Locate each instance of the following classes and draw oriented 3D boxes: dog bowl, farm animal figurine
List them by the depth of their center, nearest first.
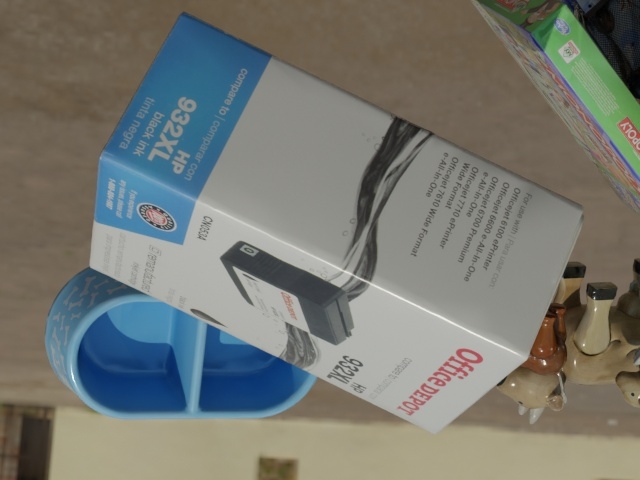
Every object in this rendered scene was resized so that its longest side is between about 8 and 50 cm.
[{"bbox_3d":[-0.133,0.109,1.359,0.297,0.166,0.074,2,-163,-18],"label":"dog bowl"},{"bbox_3d":[0.269,0.108,1.471,0.326,0.172,0.330,4,-161,-2],"label":"farm animal figurine"}]

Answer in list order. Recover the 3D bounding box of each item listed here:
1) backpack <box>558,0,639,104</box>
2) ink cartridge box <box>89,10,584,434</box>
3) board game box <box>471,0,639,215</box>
[{"bbox_3d":[0.388,-0.279,1.551,0.213,0.263,0.276,-33,160,33],"label":"backpack"},{"bbox_3d":[0.000,0.000,0.946,0.307,0.129,0.223,26,156,-1],"label":"ink cartridge box"},{"bbox_3d":[0.286,-0.130,1.346,0.317,0.046,0.213,48,-174,-22],"label":"board game box"}]
